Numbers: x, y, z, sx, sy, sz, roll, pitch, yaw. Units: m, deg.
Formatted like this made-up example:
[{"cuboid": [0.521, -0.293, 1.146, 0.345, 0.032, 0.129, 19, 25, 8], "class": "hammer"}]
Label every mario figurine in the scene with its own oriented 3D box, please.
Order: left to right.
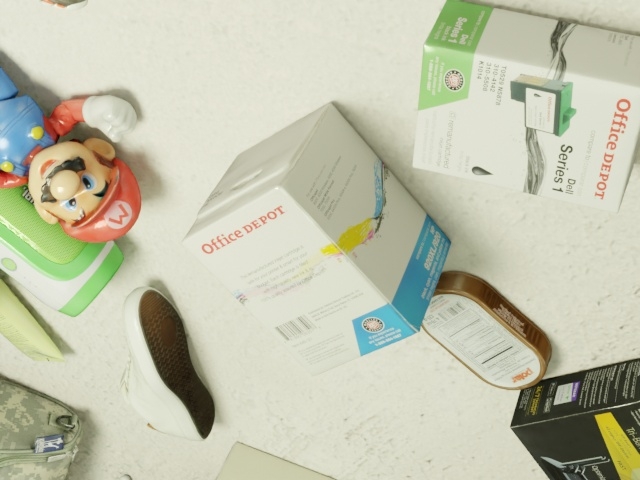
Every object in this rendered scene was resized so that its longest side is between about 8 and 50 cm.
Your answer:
[{"cuboid": [-0.351, -0.117, 1.381, 0.320, 0.170, 0.198, 39, 132, -9], "class": "mario figurine"}]

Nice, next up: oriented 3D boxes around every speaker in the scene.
[{"cuboid": [-0.404, -0.032, 1.507, 0.296, 0.131, 0.131, 41, 134, -13], "class": "speaker"}]

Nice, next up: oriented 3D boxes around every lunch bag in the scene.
[{"cuboid": [-0.536, 0.376, 1.859, 0.256, 0.212, 0.305, 14, 121, -13], "class": "lunch bag"}]

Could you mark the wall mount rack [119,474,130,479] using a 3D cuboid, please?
[{"cuboid": [-0.259, 0.565, 1.988, 0.350, 0.130, 0.304, 15, 96, 11], "class": "wall mount rack"}]

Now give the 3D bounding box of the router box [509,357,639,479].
[{"cuboid": [0.421, 0.285, 1.440, 0.243, 0.081, 0.309, -19, 119, 37], "class": "router box"}]

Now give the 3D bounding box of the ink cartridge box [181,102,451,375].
[{"cuboid": [0.000, 0.000, 1.318, 0.171, 0.168, 0.233, -26, 115, 39], "class": "ink cartridge box"}]

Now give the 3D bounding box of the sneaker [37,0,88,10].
[{"cuboid": [-0.314, -0.317, 1.260, 0.158, 0.061, 0.065, 38, 128, -11], "class": "sneaker"}]

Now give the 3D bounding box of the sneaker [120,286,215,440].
[{"cuboid": [-0.250, 0.183, 1.644, 0.123, 0.106, 0.290, 2, 131, 20], "class": "sneaker"}]

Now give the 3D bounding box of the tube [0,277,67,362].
[{"cuboid": [-0.475, 0.100, 1.714, 0.062, 0.070, 0.240, -34, 118, 3], "class": "tube"}]

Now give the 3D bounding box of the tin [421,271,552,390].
[{"cuboid": [0.201, 0.115, 1.424, 0.189, 0.040, 0.106, 40, 138, -12], "class": "tin"}]

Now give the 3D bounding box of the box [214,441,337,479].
[{"cuboid": [-0.029, 0.417, 1.750, 0.275, 0.113, 0.094, 20, 135, 9], "class": "box"}]

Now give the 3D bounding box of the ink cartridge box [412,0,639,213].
[{"cuboid": [0.214, -0.133, 1.152, 0.219, 0.093, 0.160, 14, 134, 14], "class": "ink cartridge box"}]
